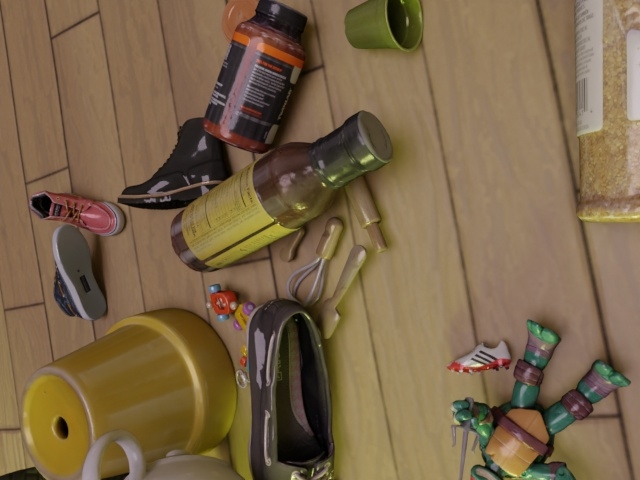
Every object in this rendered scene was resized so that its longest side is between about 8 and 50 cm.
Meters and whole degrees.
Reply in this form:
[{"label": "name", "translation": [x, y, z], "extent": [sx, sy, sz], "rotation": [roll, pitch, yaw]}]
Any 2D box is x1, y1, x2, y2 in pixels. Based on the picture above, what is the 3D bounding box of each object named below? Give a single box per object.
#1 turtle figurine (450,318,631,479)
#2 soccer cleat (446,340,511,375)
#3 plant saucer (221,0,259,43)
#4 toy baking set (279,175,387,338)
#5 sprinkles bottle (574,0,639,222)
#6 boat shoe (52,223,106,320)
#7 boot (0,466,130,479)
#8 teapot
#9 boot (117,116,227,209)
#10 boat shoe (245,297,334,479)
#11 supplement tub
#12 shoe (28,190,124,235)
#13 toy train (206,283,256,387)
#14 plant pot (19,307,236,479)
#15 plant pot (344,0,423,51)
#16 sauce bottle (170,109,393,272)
[{"label": "turtle figurine", "translation": [0.223, 0.217, 0.617], "extent": [0.175, 0.118, 0.234], "rotation": [32, 91, 6]}, {"label": "soccer cleat", "translation": [0.193, 0.144, 0.683], "extent": [0.083, 0.029, 0.036], "rotation": [-21, 55, 39]}, {"label": "plant saucer", "translation": [-0.118, -0.336, 0.845], "extent": [0.083, 0.013, 0.084], "rotation": [2, 94, 29]}, {"label": "toy baking set", "translation": [0.004, -0.005, 0.783], "extent": [0.196, 0.030, 0.256], "rotation": [-37, 68, 32]}, {"label": "sprinkles bottle", "translation": [0.312, -0.196, 0.545], "extent": [0.121, 0.121, 0.356], "rotation": [-1, 92, 30]}, {"label": "boat shoe", "translation": [-0.458, 0.061, 1.008], "extent": [0.083, 0.065, 0.183], "rotation": [-2, 109, 31]}, {"label": "boot", "translation": [-0.442, 0.424, 0.881], "extent": [0.222, 0.338, 0.118], "rotation": [-20, 66, 25]}, {"label": "teapot", "translation": [-0.187, 0.365, 0.729], "extent": [0.187, 0.252, 0.256], "rotation": [-107, 33, -42]}, {"label": "boot", "translation": [-0.235, -0.124, 0.895], "extent": [0.197, 0.077, 0.137], "rotation": [-5, 85, 17]}, {"label": "boat shoe", "translation": [-0.036, 0.246, 0.753], "extent": [0.095, 0.112, 0.335], "rotation": [-11, 87, 59]}, {"label": "supplement tub", "translation": [-0.086, -0.229, 0.779], "extent": [0.106, 0.106, 0.198], "rotation": [32, 107, 25]}, {"label": "shoe", "translation": [-0.442, -0.049, 1.003], "extent": [0.178, 0.081, 0.064], "rotation": [18, 101, 28]}, {"label": "toy train", "translation": [-0.113, 0.139, 0.849], "extent": [0.125, 0.046, 0.166], "rotation": [-16, 93, 52]}, {"label": "plant pot", "translation": [-0.298, 0.245, 0.845], "extent": [0.254, 0.239, 0.254], "rotation": [2, 94, 30]}, {"label": "plant pot", "translation": [0.075, -0.276, 0.707], "extent": [0.079, 0.083, 0.083], "rotation": [3, 94, 41]}, {"label": "sauce bottle", "translation": [-0.059, -0.059, 0.745], "extent": [0.344, 0.111, 0.111], "rotation": [-24, 80, 33]}]
